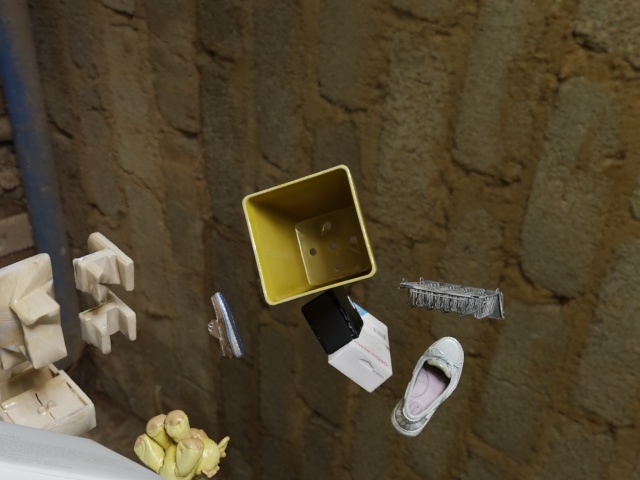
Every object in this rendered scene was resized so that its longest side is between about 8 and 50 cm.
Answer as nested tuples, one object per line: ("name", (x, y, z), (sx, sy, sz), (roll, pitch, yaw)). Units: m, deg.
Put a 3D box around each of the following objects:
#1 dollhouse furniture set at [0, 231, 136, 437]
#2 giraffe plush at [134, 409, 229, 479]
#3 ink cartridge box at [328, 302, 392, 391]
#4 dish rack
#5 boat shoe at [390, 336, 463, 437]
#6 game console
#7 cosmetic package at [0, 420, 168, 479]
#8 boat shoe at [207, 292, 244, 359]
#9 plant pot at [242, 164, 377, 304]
("dollhouse furniture set", (-0.581, 0.190, 1.515), (0.362, 0.256, 0.394), (-26, 136, -38))
("giraffe plush", (-0.303, 0.498, 1.825), (0.171, 0.181, 0.210), (1, 68, -58))
("ink cartridge box", (0.097, 0.263, 1.985), (0.086, 0.148, 0.203), (-45, -161, 22))
("dish rack", (0.291, 0.130, 1.741), (0.271, 0.208, 0.074), (5, 91, -68))
("boat shoe", (0.288, 0.363, 2.017), (0.320, 0.118, 0.103), (-46, 166, -37))
("game console", (0.027, 0.159, 1.650), (0.122, 0.071, 0.107), (61, 21, -11))
("cosmetic package", (-0.449, 0.461, 1.143), (0.328, 0.394, 0.329), (24, 76, -38))
("boat shoe", (-0.261, 0.230, 2.059), (0.066, 0.066, 0.183), (-57, 129, -86))
("plant pot", (0.000, 0.000, 1.511), (0.187, 0.212, 0.212), (21, 53, -73))
